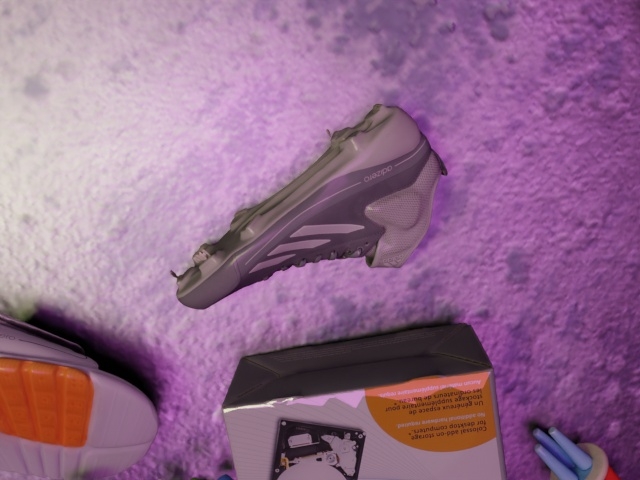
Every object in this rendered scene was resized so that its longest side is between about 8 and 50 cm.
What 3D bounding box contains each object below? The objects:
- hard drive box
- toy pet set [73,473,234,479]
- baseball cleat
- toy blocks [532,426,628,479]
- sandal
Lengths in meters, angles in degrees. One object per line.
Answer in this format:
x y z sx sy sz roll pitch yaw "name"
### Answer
0.044 0.195 0.470 0.181 0.089 0.232 -10 102 4 "hard drive box"
-0.150 0.201 0.480 0.122 0.065 0.114 19 109 -48 "toy pet set"
0.000 0.000 0.447 0.206 0.072 0.109 -39 109 6 "baseball cleat"
0.202 0.229 0.521 0.148 0.054 0.123 44 96 -10 "toy blocks"
-0.236 0.089 0.430 0.265 0.076 0.102 20 115 -24 "sandal"
